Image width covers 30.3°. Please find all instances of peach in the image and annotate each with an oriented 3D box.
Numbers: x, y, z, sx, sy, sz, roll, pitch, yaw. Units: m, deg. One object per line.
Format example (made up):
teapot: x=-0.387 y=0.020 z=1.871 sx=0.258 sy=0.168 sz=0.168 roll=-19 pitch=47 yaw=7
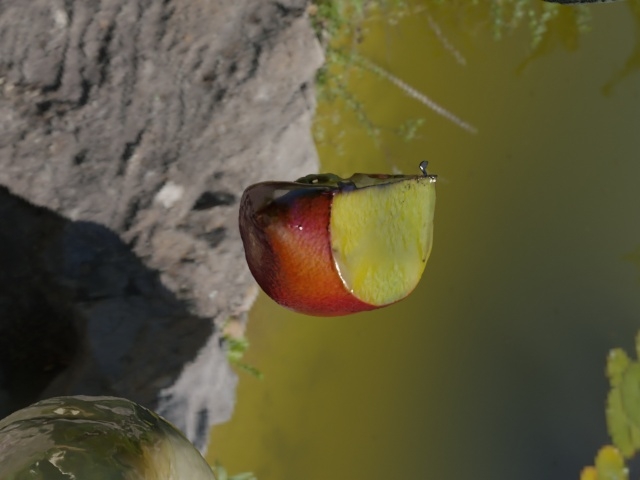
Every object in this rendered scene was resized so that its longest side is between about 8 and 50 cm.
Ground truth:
peach: x=0.002 y=0.006 z=1.237 sx=0.267 sy=0.158 sz=0.154 roll=-14 pitch=100 yaw=-57

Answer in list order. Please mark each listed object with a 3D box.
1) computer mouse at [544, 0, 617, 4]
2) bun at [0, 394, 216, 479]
computer mouse: x=0.102 y=-0.174 z=0.315 sx=0.114 sy=0.374 sz=0.203 roll=-15 pitch=99 yaw=-17
bun: x=-0.178 y=0.277 z=0.716 sx=0.365 sy=0.219 sz=0.365 roll=2 pitch=90 yaw=-78
